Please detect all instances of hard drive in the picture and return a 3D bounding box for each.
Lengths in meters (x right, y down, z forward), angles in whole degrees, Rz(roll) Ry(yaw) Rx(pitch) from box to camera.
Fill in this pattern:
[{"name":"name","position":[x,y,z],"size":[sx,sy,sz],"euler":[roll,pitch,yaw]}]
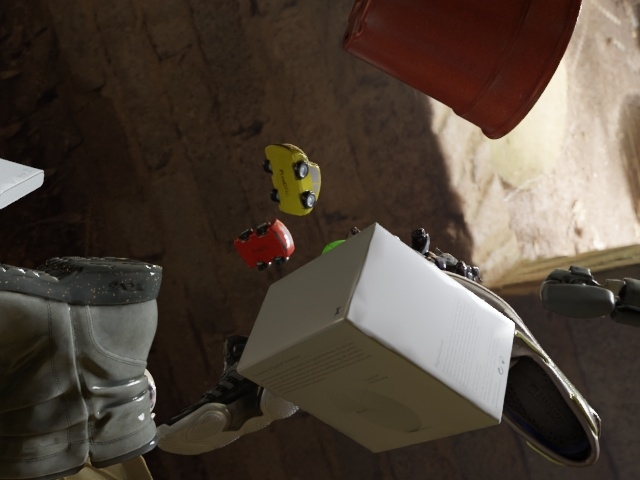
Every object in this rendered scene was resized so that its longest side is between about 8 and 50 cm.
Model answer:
[{"name":"hard drive","position":[-0.776,-0.150,1.598],"size":[0.203,0.307,0.040],"euler":[-73,179,-70]}]

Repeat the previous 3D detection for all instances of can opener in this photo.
[{"name":"can opener","position":[0.470,0.110,1.139],"size":[0.095,0.283,0.076],"euler":[-70,171,-50]}]

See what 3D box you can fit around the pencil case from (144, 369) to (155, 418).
[{"name":"pencil case","position":[-0.507,0.321,1.565],"size":[0.184,0.160,0.410],"euler":[57,13,23]}]

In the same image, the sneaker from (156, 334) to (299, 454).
[{"name":"sneaker","position":[-0.165,0.258,1.302],"size":[0.268,0.153,0.101],"euler":[-19,138,-14]}]

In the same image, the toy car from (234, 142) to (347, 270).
[{"name":"toy car","position":[0.000,0.000,1.002],"size":[0.225,0.239,0.053],"euler":[38,50,13]}]

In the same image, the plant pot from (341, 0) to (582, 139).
[{"name":"plant pot","position":[0.188,-0.321,1.100],"size":[0.264,0.272,0.273],"euler":[20,61,-9]}]

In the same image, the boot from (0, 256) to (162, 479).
[{"name":"boot","position":[-0.217,0.093,0.509],"size":[0.246,0.083,0.161],"euler":[3,93,-36]}]

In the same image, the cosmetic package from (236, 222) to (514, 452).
[{"name":"cosmetic package","position":[0.063,0.125,0.891],"size":[0.224,0.224,0.138],"euler":[34,52,-21]}]

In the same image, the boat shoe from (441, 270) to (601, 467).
[{"name":"boat shoe","position":[0.245,0.168,1.011],"size":[0.324,0.116,0.096],"euler":[47,10,3]}]

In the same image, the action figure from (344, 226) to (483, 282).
[{"name":"action figure","position":[0.181,0.041,1.319],"size":[0.284,0.185,0.099],"euler":[12,103,-34]}]

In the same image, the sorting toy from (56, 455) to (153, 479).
[{"name":"sorting toy","position":[-0.265,0.254,0.752],"size":[0.229,0.041,0.307],"euler":[21,21,-45]}]
